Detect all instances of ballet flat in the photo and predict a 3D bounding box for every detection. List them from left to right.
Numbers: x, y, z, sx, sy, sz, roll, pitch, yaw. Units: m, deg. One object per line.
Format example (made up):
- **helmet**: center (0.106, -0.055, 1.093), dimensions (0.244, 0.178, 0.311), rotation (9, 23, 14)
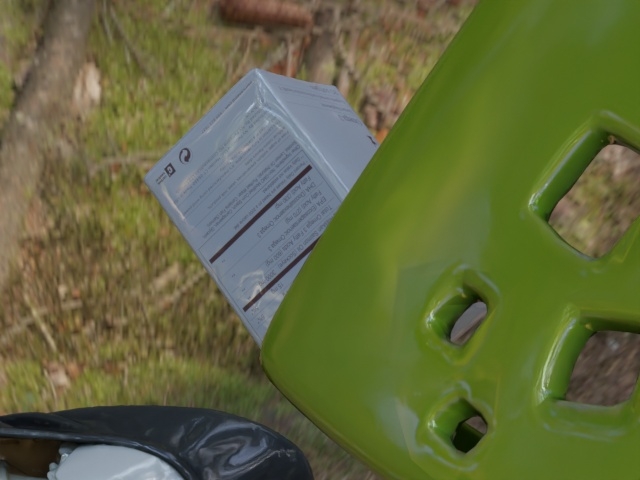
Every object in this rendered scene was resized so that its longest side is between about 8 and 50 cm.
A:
- **ballet flat**: center (-0.143, 0.127, 0.835), dimensions (0.280, 0.096, 0.095), rotation (3, 111, 0)

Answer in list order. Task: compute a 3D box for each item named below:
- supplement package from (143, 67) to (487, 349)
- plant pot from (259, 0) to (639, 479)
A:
- **supplement package**: center (0.000, 0.000, 1.069), dimensions (0.105, 0.105, 0.179), rotation (-43, 70, 19)
- **plant pot**: center (0.160, 0.026, 0.401), dimensions (0.227, 0.207, 0.228), rotation (32, 96, -32)
